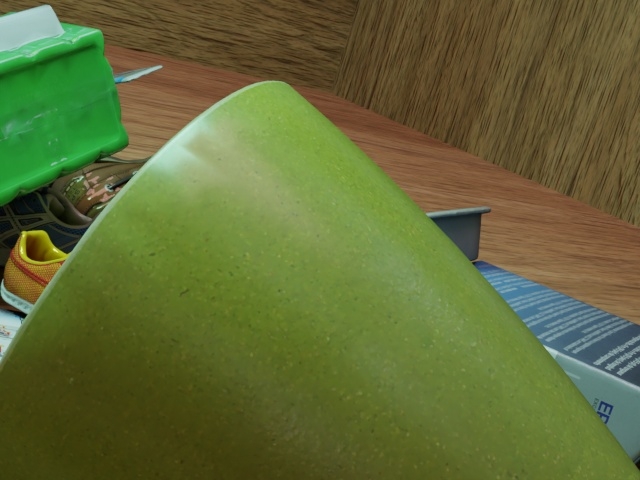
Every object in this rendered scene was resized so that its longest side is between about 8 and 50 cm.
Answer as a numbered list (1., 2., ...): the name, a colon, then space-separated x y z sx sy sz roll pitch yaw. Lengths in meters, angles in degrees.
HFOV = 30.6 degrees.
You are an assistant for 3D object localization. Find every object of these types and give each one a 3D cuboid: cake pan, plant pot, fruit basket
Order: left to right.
1. fruit basket: -0.366 -0.108 1.012 0.353 0.165 0.327 5 23 29
2. cake pan: 0.033 0.009 1.209 0.293 0.054 0.293 -7 0 0
3. plant pot: 0.022 0.110 0.610 0.293 0.274 0.275 35 16 11

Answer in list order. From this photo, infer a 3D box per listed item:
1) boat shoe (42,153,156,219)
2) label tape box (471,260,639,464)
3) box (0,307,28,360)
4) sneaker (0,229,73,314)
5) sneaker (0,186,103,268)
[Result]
1. boat shoe: -0.171 -0.041 1.319 0.104 0.110 0.307 31 28 36
2. label tape box: 0.239 0.135 1.058 0.348 0.115 0.249 25 14 24
3. box: -0.262 0.076 0.819 0.207 0.036 0.114 12 13 -19
4. sneaker: -0.164 0.041 0.858 0.175 0.067 0.064 23 12 20
5. sneaker: -0.280 -0.016 1.089 0.211 0.081 0.080 16 14 2
